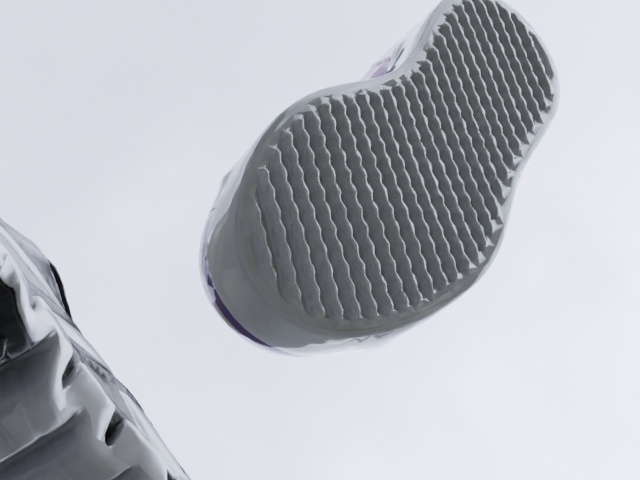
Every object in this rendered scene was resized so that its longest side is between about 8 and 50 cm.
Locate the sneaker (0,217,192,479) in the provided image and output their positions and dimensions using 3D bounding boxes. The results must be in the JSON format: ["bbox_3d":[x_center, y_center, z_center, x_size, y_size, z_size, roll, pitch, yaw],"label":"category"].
[{"bbox_3d":[-0.080,0.056,0.514,0.078,0.106,0.234,-30,-58,0],"label":"sneaker"}]

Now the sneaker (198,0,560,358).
[{"bbox_3d":[0.001,0.001,0.827,0.161,0.282,0.102,-38,-88,33],"label":"sneaker"}]
